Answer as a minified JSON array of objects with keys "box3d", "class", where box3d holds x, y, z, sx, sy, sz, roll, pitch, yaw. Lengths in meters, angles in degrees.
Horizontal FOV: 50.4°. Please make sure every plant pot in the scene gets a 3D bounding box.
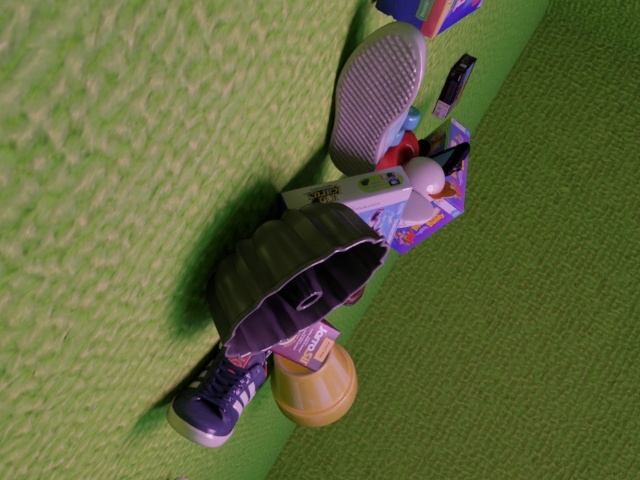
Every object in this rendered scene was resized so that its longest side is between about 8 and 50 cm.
[{"box3d":[-0.032,0.367,1.934,0.254,0.254,0.239,-54,151,-26],"class":"plant pot"}]

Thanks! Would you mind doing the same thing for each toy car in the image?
[{"box3d":[0.223,-0.167,1.631,0.210,0.238,0.219,-45,162,-50],"class":"toy car"}]

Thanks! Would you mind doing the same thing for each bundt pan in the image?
[{"box3d":[-0.050,0.055,1.142,0.331,0.124,0.331,-31,160,-13],"class":"bundt pan"}]

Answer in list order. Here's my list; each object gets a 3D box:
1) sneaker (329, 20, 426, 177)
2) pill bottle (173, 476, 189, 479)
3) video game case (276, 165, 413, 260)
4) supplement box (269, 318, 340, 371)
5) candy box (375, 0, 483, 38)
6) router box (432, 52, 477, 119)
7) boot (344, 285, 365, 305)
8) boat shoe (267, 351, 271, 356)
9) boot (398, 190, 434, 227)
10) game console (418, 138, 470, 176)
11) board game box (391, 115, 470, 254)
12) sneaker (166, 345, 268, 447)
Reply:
[{"box3d":[0.105,-0.269,1.210,0.150,0.135,0.366,-61,180,-31],"class":"sneaker"},{"box3d":[-0.345,0.599,1.512,0.152,0.086,0.086,-40,158,-59],"class":"pill bottle"},{"box3d":[0.032,-0.015,1.321,0.244,0.061,0.269,-14,148,-18],"class":"video game case"},{"box3d":[-0.066,0.184,1.411,0.104,0.188,0.081,-59,-148,-1],"class":"supplement box"},{"box3d":[0.239,-0.513,1.140,0.317,0.122,0.268,-43,160,-51],"class":"candy box"},{"box3d":[0.429,-0.491,2.172,0.133,0.046,0.179,-50,165,-41],"class":"router box"},{"box3d":[0.142,0.048,2.176,0.264,0.096,0.280,-52,165,-32],"class":"boot"},{"box3d":[-0.153,0.305,1.719,0.100,0.035,0.035,-54,167,-28],"class":"boat shoe"},{"box3d":[0.120,-0.054,1.560,0.123,0.258,0.095,115,-24,-56],"class":"boot"},{"box3d":[0.270,-0.194,1.804,0.361,0.044,0.213,-15,-137,62],"class":"game console"},{"box3d":[0.294,-0.156,1.873,0.233,0.078,0.347,-39,-155,40],"class":"board game box"},{"box3d":[-0.181,0.269,1.306,0.148,0.131,0.350,-60,178,9],"class":"sneaker"}]
